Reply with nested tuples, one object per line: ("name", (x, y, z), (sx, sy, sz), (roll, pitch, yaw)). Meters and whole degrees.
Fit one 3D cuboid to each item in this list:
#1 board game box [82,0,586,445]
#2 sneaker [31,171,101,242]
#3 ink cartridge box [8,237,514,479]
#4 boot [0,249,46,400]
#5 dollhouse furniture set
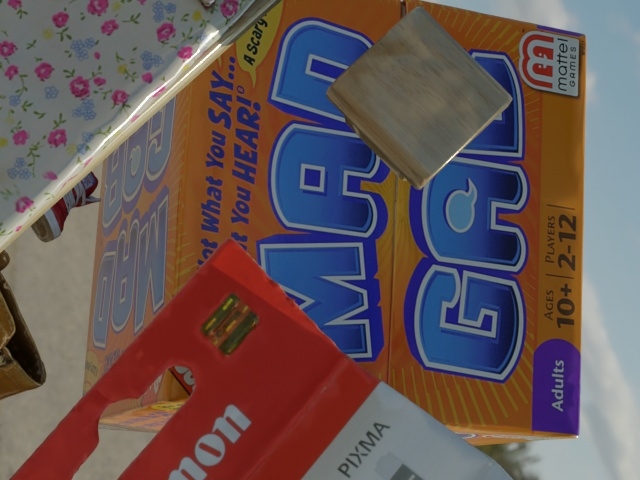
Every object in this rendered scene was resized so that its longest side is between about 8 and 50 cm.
("board game box", (0.000, 0.000, 1.246), (0.356, 0.356, 0.357), (153, -57, -67))
("sneaker", (-0.198, -0.034, 1.045), (0.118, 0.067, 0.042), (-145, -141, -62))
("ink cartridge box", (-0.016, 0.235, 0.945), (0.385, 0.308, 0.091), (47, -18, -17))
("boot", (-0.297, 0.026, 0.780), (0.295, 0.211, 0.104), (65, 5, -51))
("dollhouse furniture set", (-0.159, -0.080, 0.386), (0.355, 0.303, 0.174), (44, -11, 4))
